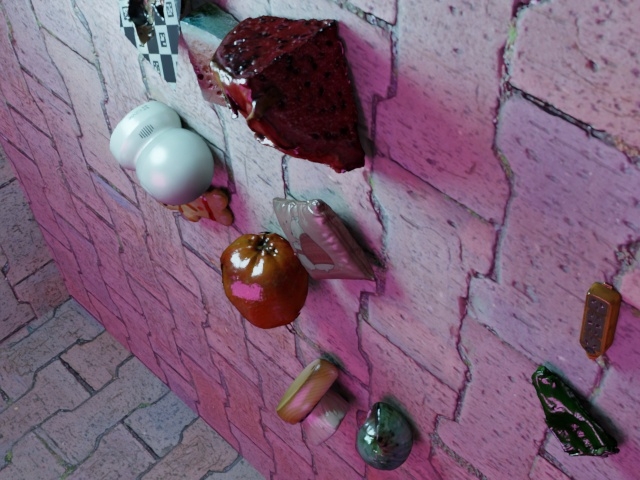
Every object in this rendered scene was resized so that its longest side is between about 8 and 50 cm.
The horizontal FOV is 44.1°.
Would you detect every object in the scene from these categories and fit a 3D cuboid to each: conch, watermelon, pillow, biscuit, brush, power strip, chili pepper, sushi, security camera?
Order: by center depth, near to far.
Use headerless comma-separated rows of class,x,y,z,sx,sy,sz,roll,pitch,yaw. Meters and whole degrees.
power strip,0.447,0.138,1.275,0.049,0.028,0.178,29,147,34
chili pepper,0.464,0.321,1.445,0.216,0.062,0.108,52,146,-2
watermelon,-0.196,-0.350,1.597,0.154,0.094,0.241,34,151,9
sushi,-0.327,-0.499,1.602,0.294,0.059,0.292,48,143,35
pillow,0.000,0.000,1.716,0.236,0.084,0.223,5,130,59
security camera,-0.367,-0.197,1.909,0.236,0.194,0.194,43,152,14
conch,0.166,0.509,2.060,0.188,0.122,0.176,-41,67,61
biscuit,-0.339,-0.097,2.079,0.234,0.030,0.153,14,144,18
brush,0.003,0.437,2.188,0.166,0.174,0.267,36,136,0

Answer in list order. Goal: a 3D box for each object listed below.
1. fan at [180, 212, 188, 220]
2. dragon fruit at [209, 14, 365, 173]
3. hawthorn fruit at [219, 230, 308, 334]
fan,-0.387,-0.150,2.137,0.130,0.074,0.244,12,140,35
dragon fruit,-0.022,-0.240,1.379,0.240,0.302,0.330,-26,116,33
hawthorn fruit,-0.121,0.121,1.917,0.211,0.211,0.299,19,138,45
